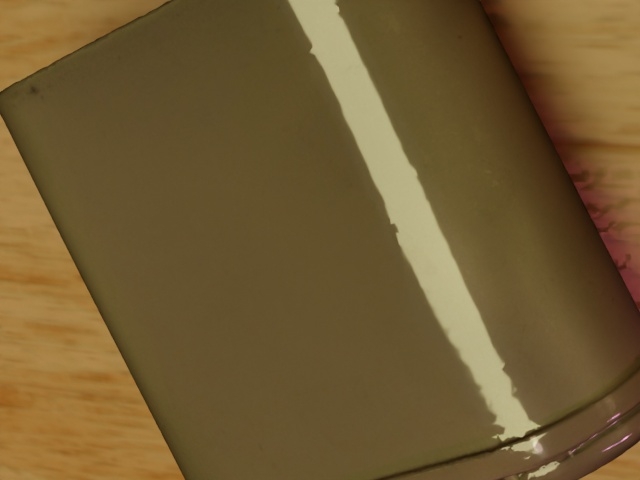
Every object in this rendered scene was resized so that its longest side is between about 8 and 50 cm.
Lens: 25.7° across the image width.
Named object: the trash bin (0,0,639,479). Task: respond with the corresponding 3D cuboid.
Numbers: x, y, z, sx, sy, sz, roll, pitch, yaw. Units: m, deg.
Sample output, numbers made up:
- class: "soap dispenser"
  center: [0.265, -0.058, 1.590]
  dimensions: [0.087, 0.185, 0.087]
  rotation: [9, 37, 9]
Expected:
- class: "trash bin"
  center: [0.000, 0.000, 0.622]
  dimensions: [0.243, 0.121, 0.247]
  rotation: [-20, 102, 32]
